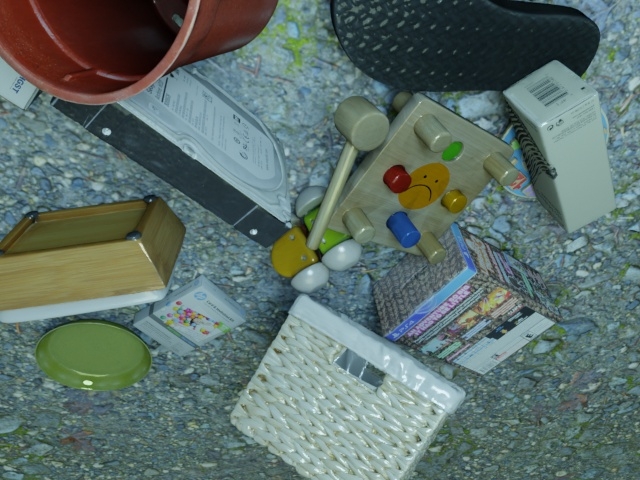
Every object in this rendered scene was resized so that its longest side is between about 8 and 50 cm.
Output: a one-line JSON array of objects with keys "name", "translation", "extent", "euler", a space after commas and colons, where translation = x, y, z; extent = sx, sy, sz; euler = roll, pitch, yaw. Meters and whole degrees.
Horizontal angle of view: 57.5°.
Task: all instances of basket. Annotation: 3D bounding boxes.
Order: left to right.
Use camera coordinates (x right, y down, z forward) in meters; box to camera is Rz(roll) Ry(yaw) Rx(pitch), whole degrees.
[{"name": "basket", "translation": [0.065, 0.303, 1.093], "extent": [0.266, 0.329, 0.331], "euler": [-58, 160, -5]}]

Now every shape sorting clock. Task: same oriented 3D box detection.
[{"name": "shape sorting clock", "translation": [0.408, -0.159, 1.031], "extent": [0.207, 0.040, 0.206], "euler": [-4, 133, -4]}]

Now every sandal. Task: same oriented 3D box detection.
[{"name": "sandal", "translation": [0.203, -0.301, 0.849], "extent": [0.446, 0.107, 0.167], "euler": [3, 131, -27]}]

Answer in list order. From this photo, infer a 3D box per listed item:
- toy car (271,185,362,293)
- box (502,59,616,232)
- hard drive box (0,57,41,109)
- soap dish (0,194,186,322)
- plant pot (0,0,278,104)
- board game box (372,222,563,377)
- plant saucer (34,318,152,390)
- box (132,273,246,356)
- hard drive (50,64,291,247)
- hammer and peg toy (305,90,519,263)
[{"name": "toy car", "translation": [0.000, 0.000, 1.067], "extent": [0.182, 0.159, 0.136], "euler": [-38, 161, 23]}, {"name": "box", "translation": [0.386, -0.140, 0.930], "extent": [0.094, 0.113, 0.275], "euler": [-31, 134, 8]}, {"name": "hard drive box", "translation": [-0.427, -0.310, 0.732], "extent": [0.232, 0.089, 0.181], "euler": [35, 119, -25]}, {"name": "soap dish", "translation": [-0.388, 0.022, 0.974], "extent": [0.291, 0.229, 0.118], "euler": [-7, 116, -1]}, {"name": "plant pot", "translation": [-0.181, -0.302, 0.631], "extent": [0.273, 0.265, 0.272], "euler": [7, 112, 17]}, {"name": "board game box", "translation": [0.299, 0.129, 1.207], "extent": [0.291, 0.141, 0.232], "euler": [27, 123, -28]}, {"name": "plant saucer", "translation": [-0.490, 0.246, 1.276], "extent": [0.241, 0.037, 0.240], "euler": [-4, 131, -4]}, {"name": "box", "translation": [-0.273, 0.162, 1.230], "extent": [0.186, 0.038, 0.145], "euler": [-29, 129, 17]}, {"name": "hard drive", "translation": [-0.182, -0.162, 0.817], "extent": [0.064, 0.236, 0.339], "euler": [-39, 125, 24]}, {"name": "hammer and peg toy", "translation": [0.119, -0.100, 0.923], "extent": [0.362, 0.127, 0.265], "euler": [14, 123, -39]}]
